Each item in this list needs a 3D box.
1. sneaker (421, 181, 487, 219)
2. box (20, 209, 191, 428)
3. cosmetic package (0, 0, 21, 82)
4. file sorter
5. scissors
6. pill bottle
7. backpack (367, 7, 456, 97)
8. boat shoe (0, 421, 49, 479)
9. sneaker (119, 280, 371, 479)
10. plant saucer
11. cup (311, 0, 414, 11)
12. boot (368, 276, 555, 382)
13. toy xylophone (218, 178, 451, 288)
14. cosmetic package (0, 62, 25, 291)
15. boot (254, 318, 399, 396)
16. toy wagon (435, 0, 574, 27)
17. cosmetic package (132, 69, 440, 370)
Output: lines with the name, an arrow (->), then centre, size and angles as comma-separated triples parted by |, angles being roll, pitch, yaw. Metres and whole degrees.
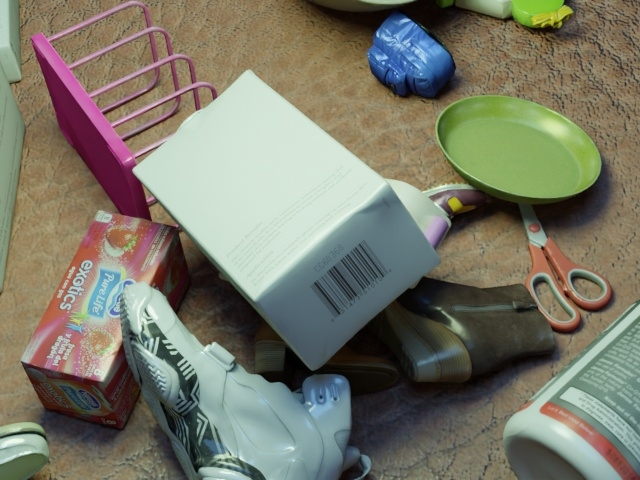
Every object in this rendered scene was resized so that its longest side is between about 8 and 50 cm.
sneaker -> 0.146, -0.026, 1.965 | 0.185, 0.069, 0.084 | -10, 72, -2
box -> -0.279, 0.102, 1.869 | 0.122, 0.128, 0.257 | 12, 56, 15
cosmetic package -> -0.547, -0.355, 2.262 | 0.117, 0.085, 0.231 | -9, 52, -1
file sorter -> -0.254, -0.176, 2.026 | 0.182, 0.202, 0.290 | -29, 56, -16
scissors -> 0.293, 0.001, 1.948 | 0.109, 0.021, 0.297 | -25, 57, -10
pill bottle -> 0.411, 0.186, 1.684 | 0.363, 0.210, 0.210 | -39, 59, -20
backpack -> 0.138, -0.268, 2.120 | 0.120, 0.098, 0.101 | 38, 87, 19
boat shoe -> -0.464, 0.335, 1.738 | 0.302, 0.113, 0.103 | -29, 57, -2
sneaker -> -0.094, 0.188, 1.741 | 0.210, 0.137, 0.366 | -27, 82, -20
plant saucer -> 0.277, -0.123, 1.994 | 0.241, 0.037, 0.241 | 8, 39, -7
cup -> 0.038, -0.488, 2.170 | 0.331, 0.237, 0.331 | 4, 79, -21
boot -> 0.174, 0.086, 1.881 | 0.207, 0.090, 0.248 | -12, 48, -20
toy xylophone -> 0.000, 0.000, 1.873 | 0.323, 0.081, 0.236 | 20, 65, 46
cosmetic package -> -0.625, -0.154, 1.929 | 0.327, 0.393, 0.329 | -3, 53, 4
boot -> 0.010, 0.123, 1.861 | 0.197, 0.073, 0.152 | 4, 50, 5
toy wagon -> 0.300, -0.443, 2.245 | 0.267, 0.068, 0.344 | -18, 55, -7
cosmetic package -> -0.054, -0.037, 1.766 | 0.217, 0.156, 0.385 | -40, 38, -4
